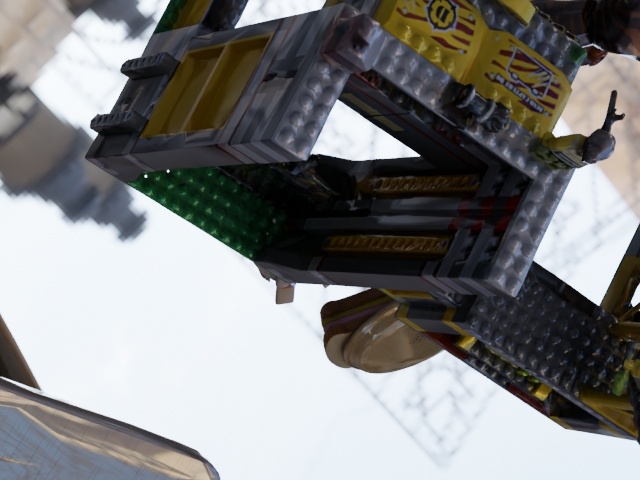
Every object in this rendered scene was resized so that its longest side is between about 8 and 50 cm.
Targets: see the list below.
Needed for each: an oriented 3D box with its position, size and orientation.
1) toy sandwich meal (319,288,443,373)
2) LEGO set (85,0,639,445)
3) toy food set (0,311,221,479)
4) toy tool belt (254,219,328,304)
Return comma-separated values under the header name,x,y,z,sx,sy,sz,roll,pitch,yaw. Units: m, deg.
name,x,y,z,sx,sy,sz,roll,pitch,yaw
toy sandwich meal,0.040,0.036,0.915,0.085,0.085,0.029,-33,-115,15
LEGO set,0.092,-0.055,0.667,0.255,0.331,0.192,-55,-158,-16
toy food set,-0.176,-0.015,0.642,0.092,0.220,0.306,-61,-150,11
toy tool belt,0.000,0.000,1.103,0.083,0.051,0.052,-32,-148,-2
